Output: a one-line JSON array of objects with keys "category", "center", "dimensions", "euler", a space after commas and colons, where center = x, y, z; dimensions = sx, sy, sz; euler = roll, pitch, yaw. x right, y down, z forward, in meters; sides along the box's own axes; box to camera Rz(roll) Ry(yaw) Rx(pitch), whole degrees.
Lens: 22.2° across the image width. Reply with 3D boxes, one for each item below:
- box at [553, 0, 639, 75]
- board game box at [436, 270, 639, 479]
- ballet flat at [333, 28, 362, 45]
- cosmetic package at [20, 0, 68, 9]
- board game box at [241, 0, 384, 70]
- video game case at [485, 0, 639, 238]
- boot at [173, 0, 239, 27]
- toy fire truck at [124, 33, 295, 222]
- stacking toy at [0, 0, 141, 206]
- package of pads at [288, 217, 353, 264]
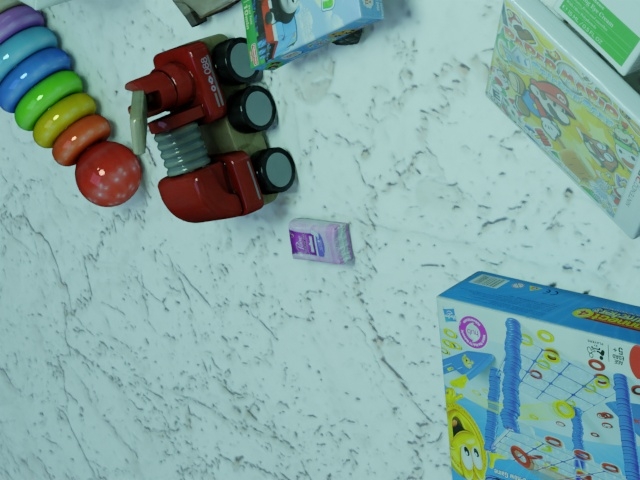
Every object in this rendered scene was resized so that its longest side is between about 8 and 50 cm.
[{"category": "box", "center": [0.298, -0.226, 1.530], "dimensions": [0.101, 0.102, 0.087], "euler": [48, 134, 18]}, {"category": "board game box", "center": [0.281, 0.211, 1.777], "dimensions": [0.308, 0.086, 0.301], "euler": [12, 118, 41]}, {"category": "ballet flat", "center": [0.052, -0.287, 1.800], "dimensions": [0.173, 0.049, 0.057], "euler": [-56, 41, 39]}, {"category": "cosmetic package", "center": [-0.396, -0.440, 2.033], "dimensions": [0.385, 0.217, 0.156], "euler": [32, 129, 33]}, {"category": "board game box", "center": [-0.016, -0.294, 1.813], "dimensions": [0.211, 0.039, 0.160], "euler": [-17, 78, 51]}, {"category": "video game case", "center": [0.255, -0.123, 1.612], "dimensions": [0.227, 0.026, 0.206], "euler": [47, 164, 17]}, {"category": "boot", "center": [-0.147, -0.312, 1.975], "dimensions": [0.118, 0.042, 0.087], "euler": [-19, 93, 47]}, {"category": "toy fire truck", "center": [-0.160, -0.117, 1.931], "dimensions": [0.158, 0.246, 0.217], "euler": [-6, 105, 47]}, {"category": "stacking toy", "center": [-0.359, -0.184, 2.202], "dimensions": [0.330, 0.141, 0.141], "euler": [50, 137, 4]}, {"category": "package of pads", "center": [0.000, 0.000, 1.992], "dimensions": [0.083, 0.032, 0.050], "euler": [7, 112, 43]}]
